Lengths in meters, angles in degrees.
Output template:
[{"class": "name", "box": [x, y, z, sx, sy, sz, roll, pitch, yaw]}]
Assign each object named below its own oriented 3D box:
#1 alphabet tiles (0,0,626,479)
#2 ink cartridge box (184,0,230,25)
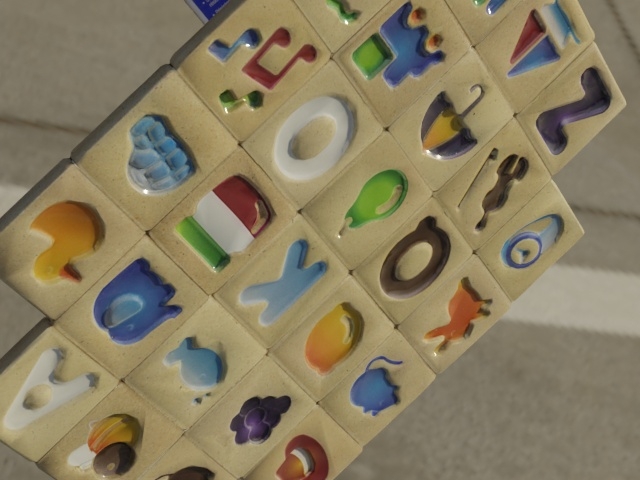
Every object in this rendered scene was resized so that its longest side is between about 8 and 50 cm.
[{"class": "alphabet tiles", "box": [0.000, 0.000, 0.733, 0.011, 0.342, 0.285, 44, -3, 42]}, {"class": "ink cartridge box", "box": [-0.043, -0.262, 1.459, 0.371, 0.175, 0.069, 51, 6, 16]}]
